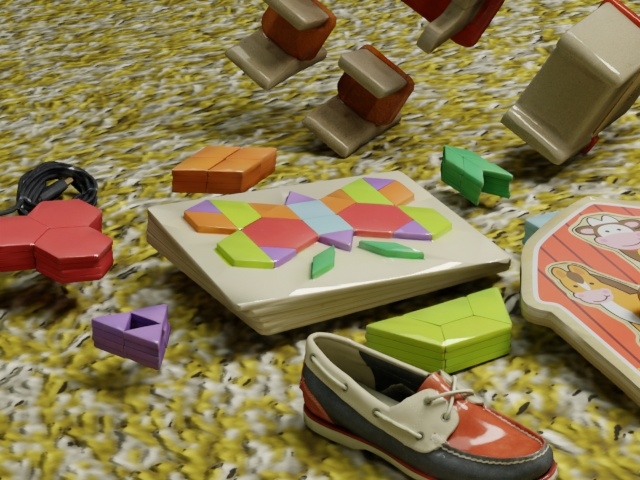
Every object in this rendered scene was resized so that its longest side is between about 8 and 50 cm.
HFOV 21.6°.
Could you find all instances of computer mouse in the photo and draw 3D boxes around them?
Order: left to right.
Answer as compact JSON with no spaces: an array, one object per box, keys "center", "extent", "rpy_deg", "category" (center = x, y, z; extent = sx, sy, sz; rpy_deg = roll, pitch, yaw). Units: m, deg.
[{"center":[-0.208,-0.002,1.006],"extent":[0.071,0.041,0.242],"rpy_deg":[25,24,20],"category":"computer mouse"}]

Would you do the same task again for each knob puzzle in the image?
[{"center":[0.192,0.014,0.892],"extent":[0.213,0.030,0.213],"rpy_deg":[2,27,-1],"category":"knob puzzle"}]

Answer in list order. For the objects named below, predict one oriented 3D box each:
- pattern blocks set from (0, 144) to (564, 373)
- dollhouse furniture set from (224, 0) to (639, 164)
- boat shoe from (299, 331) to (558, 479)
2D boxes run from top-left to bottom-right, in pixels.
[{"center":[0.000,0.000,0.954],"extent":[0.325,0.026,0.285],"rpy_deg":[-18,32,-38],"category":"pattern blocks set"},{"center":[0.105,-0.172,1.142],"extent":[0.259,0.262,0.135],"rpy_deg":[40,33,9],"category":"dollhouse furniture set"},{"center":[0.047,0.079,0.768],"extent":[0.137,0.043,0.049],"rpy_deg":[17,27,36],"category":"boat shoe"}]
